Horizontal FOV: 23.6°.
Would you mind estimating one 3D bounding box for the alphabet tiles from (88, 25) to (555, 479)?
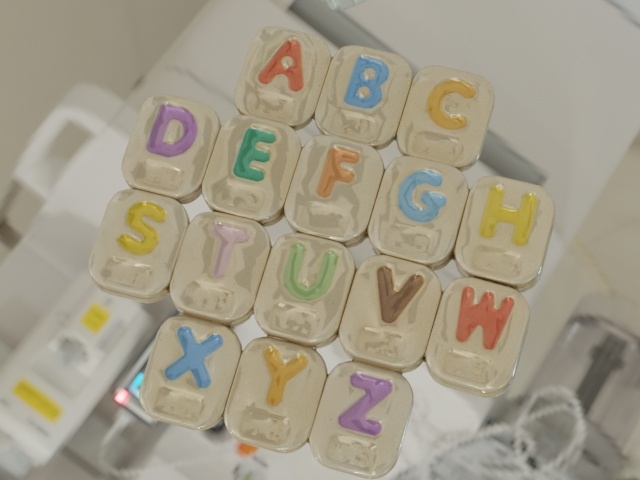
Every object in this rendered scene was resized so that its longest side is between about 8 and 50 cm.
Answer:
[{"bbox_3d":[0.000,0.000,0.982,0.284,0.278,0.021,15,164,10],"label":"alphabet tiles"}]

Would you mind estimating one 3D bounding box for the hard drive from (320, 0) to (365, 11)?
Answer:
[{"bbox_3d":[-0.074,-0.281,0.613,0.353,0.047,0.233,54,-169,-52],"label":"hard drive"}]
